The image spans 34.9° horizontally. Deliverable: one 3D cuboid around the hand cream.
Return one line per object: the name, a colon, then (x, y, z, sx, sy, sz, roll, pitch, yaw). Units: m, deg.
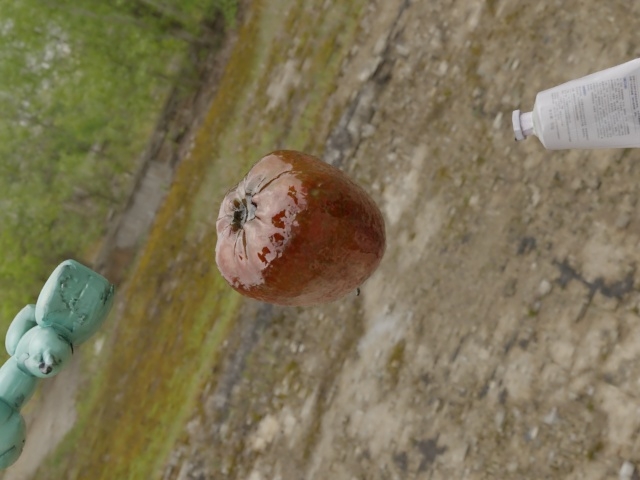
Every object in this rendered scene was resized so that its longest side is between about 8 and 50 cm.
hand cream: (0.249, -0.118, 0.942, 0.053, 0.142, 0.084, -19, -80, -68)

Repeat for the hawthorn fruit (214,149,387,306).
hawthorn fruit: (0.000, 0.000, 1.018, 0.162, 0.203, 0.163, -24, 57, 45)

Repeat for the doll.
doll: (-0.237, 0.107, 0.816, 0.159, 0.059, 0.159, -40, 22, 39)
